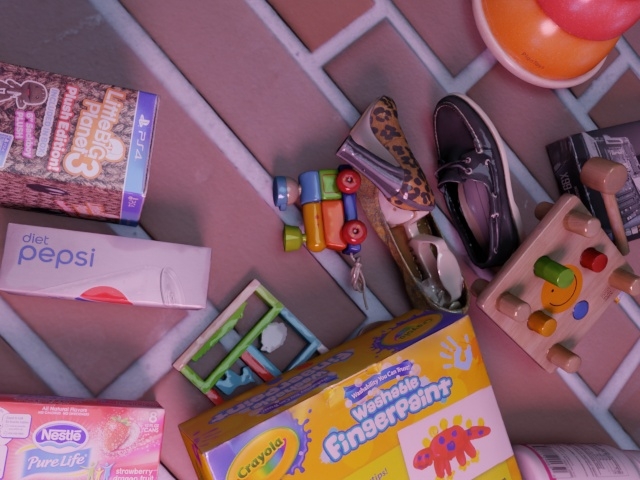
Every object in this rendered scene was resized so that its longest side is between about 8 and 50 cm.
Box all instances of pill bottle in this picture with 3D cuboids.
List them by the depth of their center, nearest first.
[{"bbox_3d":[0.459,0.444,1.061,0.283,0.160,0.160,6,79,-18],"label":"pill bottle"}]

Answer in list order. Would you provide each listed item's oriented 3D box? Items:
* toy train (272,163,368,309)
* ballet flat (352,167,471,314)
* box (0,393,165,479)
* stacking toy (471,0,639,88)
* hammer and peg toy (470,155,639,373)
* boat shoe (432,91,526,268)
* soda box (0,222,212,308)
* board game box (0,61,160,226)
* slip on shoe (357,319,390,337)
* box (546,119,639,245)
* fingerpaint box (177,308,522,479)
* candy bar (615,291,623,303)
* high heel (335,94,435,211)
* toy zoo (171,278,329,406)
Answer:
[{"bbox_3d":[0.000,0.000,1.015,0.144,0.105,0.247,-4,82,-10],"label":"toy train"},{"bbox_3d":[0.170,-0.012,1.064,0.123,0.123,0.348,-24,89,-22],"label":"ballet flat"},{"bbox_3d":[-0.373,0.287,0.804,0.300,0.142,0.154,7,78,-18],"label":"box"},{"bbox_3d":[0.539,-0.519,1.088,0.351,0.480,0.350,3,80,-19],"label":"stacking toy"},{"bbox_3d":[0.465,0.047,1.074,0.266,0.127,0.361,42,88,-29],"label":"hammer and peg toy"},{"bbox_3d":[0.270,-0.104,1.111,0.113,0.127,0.339,-22,98,-33],"label":"boat shoe"},{"bbox_3d":[-0.313,0.045,0.896,0.287,0.091,0.098,8,78,-18],"label":"soda box"},{"bbox_3d":[-0.385,-0.126,0.826,0.291,0.232,0.141,9,79,-17],"label":"board game box"},{"bbox_3d":[0.132,0.166,1.058,0.136,0.041,0.051,0,80,-19],"label":"slip on shoe"},{"bbox_3d":[0.654,-0.125,1.274,0.308,0.076,0.242,-13,86,-20],"label":"box"},{"bbox_3d":[0.067,0.358,0.908,0.445,0.163,0.370,-23,97,-25],"label":"fingerpaint box"},{"bbox_3d":[0.568,0.077,1.240,0.162,0.018,0.040,32,75,-12],"label":"candy bar"},{"bbox_3d":[0.139,-0.154,1.058,0.186,0.093,0.261,36,39,-5],"label":"high heel"},{"bbox_3d":[-0.069,0.231,0.981,0.293,0.030,0.192,46,70,-6],"label":"toy zoo"}]
